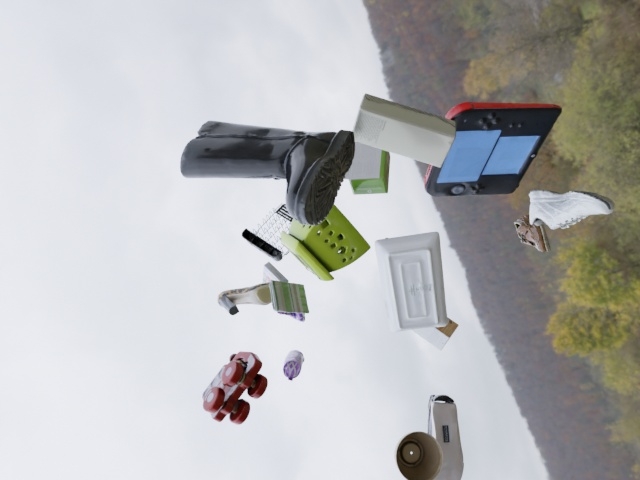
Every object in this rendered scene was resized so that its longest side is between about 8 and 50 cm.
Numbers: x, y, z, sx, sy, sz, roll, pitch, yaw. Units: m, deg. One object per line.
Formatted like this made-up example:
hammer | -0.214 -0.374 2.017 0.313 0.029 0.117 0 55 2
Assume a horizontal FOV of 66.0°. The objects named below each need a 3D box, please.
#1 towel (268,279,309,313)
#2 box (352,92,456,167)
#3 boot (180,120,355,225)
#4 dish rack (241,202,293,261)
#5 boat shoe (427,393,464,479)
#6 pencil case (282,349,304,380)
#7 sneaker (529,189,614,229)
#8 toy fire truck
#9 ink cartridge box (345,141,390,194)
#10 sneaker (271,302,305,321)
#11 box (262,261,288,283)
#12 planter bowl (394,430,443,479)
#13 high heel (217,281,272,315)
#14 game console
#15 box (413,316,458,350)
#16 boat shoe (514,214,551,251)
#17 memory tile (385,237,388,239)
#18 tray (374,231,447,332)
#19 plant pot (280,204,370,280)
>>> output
towel | -0.109 0.198 1.702 0.152 0.023 0.113 13 -124 -42
box | 0.232 -0.310 1.389 0.094 0.275 0.113 -73 1 -45
boot | -0.172 -0.189 1.278 0.367 0.445 0.146 -59 -27 -51
dish rack | -0.170 -0.050 2.074 0.208 0.271 0.074 32 157 25
boat shoe | 0.464 0.744 1.852 0.158 0.127 0.341 37 -125 -81
pencil case | -0.123 0.558 2.225 0.206 0.086 0.088 -5 -67 -87
sneaker | 0.800 -0.095 1.586 0.111 0.297 0.129 7 -88 -23
toy fire truck | -0.365 0.580 2.018 0.169 0.302 0.254 37 177 -30
ink cartridge box | 0.122 -0.269 1.830 0.097 0.255 0.189 64 -151 -54
sneaker | -0.120 0.266 1.847 0.071 0.170 0.068 -19 -63 -38
box | -0.225 0.207 2.446 0.145 0.186 0.038 42 -121 18
planter bowl | 0.320 0.728 1.672 0.109 0.162 0.162 113 141 -74
high heel | -0.286 0.206 2.002 0.186 0.261 0.093 25 133 58
game console | 0.527 -0.275 1.568 0.386 0.342 0.060 97 173 -55
box | 0.520 0.394 2.256 0.170 0.091 0.130 35 -144 18
boat shoe | 0.876 -0.020 2.048 0.307 0.104 0.111 -54 -53 -67
memory tile | 0.312 0.065 2.111 0.148 0.012 0.113 53 -151 -19
tray | 0.216 0.110 1.147 0.030 0.145 0.270 -86 -16 -60
plant pot | 0.000 0.000 1.736 0.227 0.207 0.228 47 174 -24
